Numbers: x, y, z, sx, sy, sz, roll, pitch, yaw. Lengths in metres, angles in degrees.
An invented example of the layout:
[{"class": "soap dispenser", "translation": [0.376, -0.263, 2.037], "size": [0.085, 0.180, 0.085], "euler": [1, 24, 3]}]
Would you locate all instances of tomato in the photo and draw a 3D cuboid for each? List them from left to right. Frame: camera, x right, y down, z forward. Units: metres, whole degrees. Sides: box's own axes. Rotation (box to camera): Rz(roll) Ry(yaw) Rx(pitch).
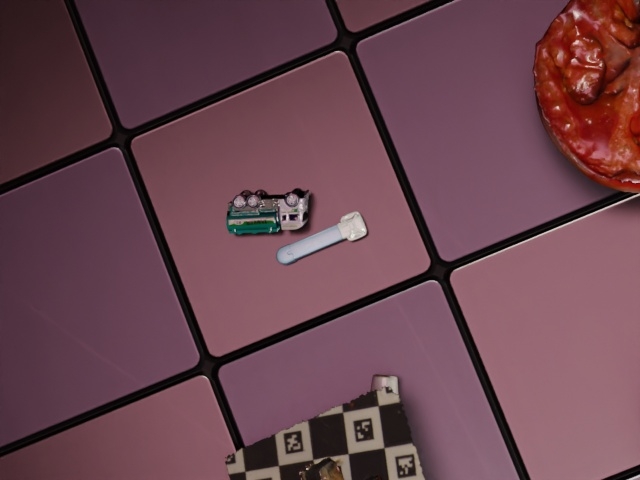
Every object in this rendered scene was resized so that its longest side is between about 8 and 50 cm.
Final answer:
[{"class": "tomato", "translation": [0.316, -0.147, 1.742], "size": [0.227, 0.101, 0.228], "euler": [-2, 76, 6]}]

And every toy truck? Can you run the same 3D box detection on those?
[{"class": "toy truck", "translation": [-0.052, -0.029, 1.813], "size": [0.083, 0.039, 0.044], "euler": [-2, 100, 10]}]

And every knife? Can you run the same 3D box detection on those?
[{"class": "knife", "translation": [0.000, 0.000, 1.816], "size": [0.096, 0.010, 0.027], "euler": [-23, 82, 8]}]

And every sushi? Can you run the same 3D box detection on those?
[{"class": "sushi", "translation": [0.022, 0.259, 1.753], "size": [0.210, 0.040, 0.193], "euler": [-24, 74, 27]}]

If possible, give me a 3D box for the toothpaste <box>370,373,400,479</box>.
[{"class": "toothpaste", "translation": [0.056, 0.239, 1.772], "size": [0.052, 0.033, 0.218], "euler": [2, 87, 22]}]
